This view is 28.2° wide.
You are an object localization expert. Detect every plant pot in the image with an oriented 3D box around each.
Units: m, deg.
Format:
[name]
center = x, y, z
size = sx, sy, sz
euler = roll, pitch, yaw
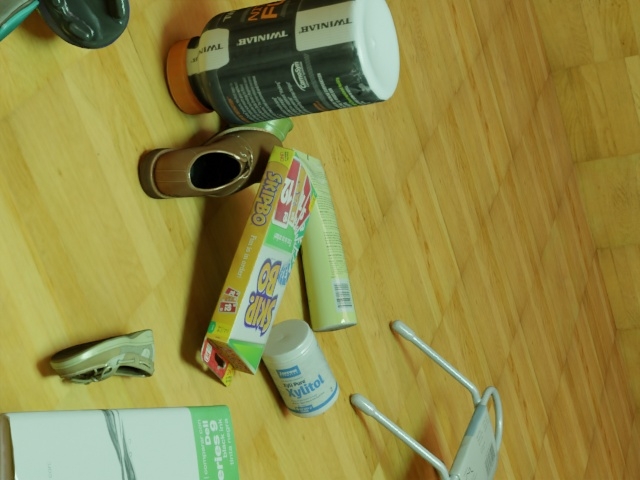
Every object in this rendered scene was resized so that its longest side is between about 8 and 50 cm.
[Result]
[plant pot]
center = -0.082, -0.113, 1.526
size = 0.083, 0.083, 0.079
euler = 42, 59, -55

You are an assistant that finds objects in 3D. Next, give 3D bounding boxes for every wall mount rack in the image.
[wall mount rack]
center = 0.168, 0.298, 1.884
size = 0.350, 0.130, 0.304
euler = -55, 135, -56

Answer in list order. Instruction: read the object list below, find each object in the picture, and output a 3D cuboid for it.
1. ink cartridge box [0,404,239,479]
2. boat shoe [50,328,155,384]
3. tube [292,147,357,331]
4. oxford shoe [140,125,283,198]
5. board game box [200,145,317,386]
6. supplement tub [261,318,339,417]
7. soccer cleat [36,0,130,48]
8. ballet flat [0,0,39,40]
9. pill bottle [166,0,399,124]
[ink cartridge box]
center = -0.219, 0.193, 0.955
size = 0.289, 0.211, 0.122
euler = 14, 68, -64
[boat shoe]
center = -0.202, 0.117, 1.210
size = 0.153, 0.056, 0.048
euler = -7, 85, -73
[tube]
center = 0.000, 0.000, 1.690
size = 0.070, 0.062, 0.240
euler = 146, -63, -68
[oxford shoe]
center = -0.100, -0.082, 1.412
size = 0.212, 0.076, 0.076
euler = -23, 110, -51
[board game box]
center = -0.068, 0.034, 1.448
size = 0.124, 0.039, 0.260
euler = 62, 46, -65
[supplement tub]
center = -0.026, 0.158, 1.558
size = 0.107, 0.071, 0.071
euler = 65, 30, -32
[soccer cleat]
center = -0.273, -0.306, 1.175
size = 0.289, 0.093, 0.121
euler = 62, -10, -19
[ballet flat]
center = -0.303, -0.175, 1.066
size = 0.068, 0.072, 0.213
euler = 45, 36, -18
[pill bottle]
center = -0.046, -0.200, 1.413
size = 0.130, 0.245, 0.131
euler = -7, 90, -67
